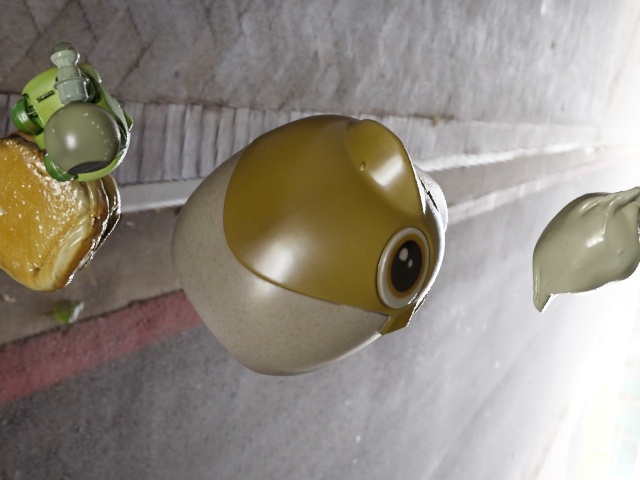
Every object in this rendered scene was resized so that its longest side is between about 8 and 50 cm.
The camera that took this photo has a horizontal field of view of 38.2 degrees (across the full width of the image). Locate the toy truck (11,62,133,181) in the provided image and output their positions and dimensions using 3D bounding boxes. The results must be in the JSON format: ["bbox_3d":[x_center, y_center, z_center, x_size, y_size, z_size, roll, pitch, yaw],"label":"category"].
[{"bbox_3d":[-0.398,-0.213,1.534,0.187,0.148,0.210,53,24,-30],"label":"toy truck"}]

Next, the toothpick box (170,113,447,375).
[{"bbox_3d":[0.000,0.000,1.568,0.425,0.409,0.409,-36,161,9],"label":"toothpick box"}]

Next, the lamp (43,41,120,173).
[{"bbox_3d":[-0.299,-0.165,1.130,0.091,0.091,0.163,14,62,-70],"label":"lamp"}]

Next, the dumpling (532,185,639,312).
[{"bbox_3d":[0.403,0.009,1.365,0.162,0.132,0.250,-7,139,-42],"label":"dumpling"}]

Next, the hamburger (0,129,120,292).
[{"bbox_3d":[-0.564,-0.067,1.865,0.304,0.284,0.174,-49,-175,19],"label":"hamburger"}]
